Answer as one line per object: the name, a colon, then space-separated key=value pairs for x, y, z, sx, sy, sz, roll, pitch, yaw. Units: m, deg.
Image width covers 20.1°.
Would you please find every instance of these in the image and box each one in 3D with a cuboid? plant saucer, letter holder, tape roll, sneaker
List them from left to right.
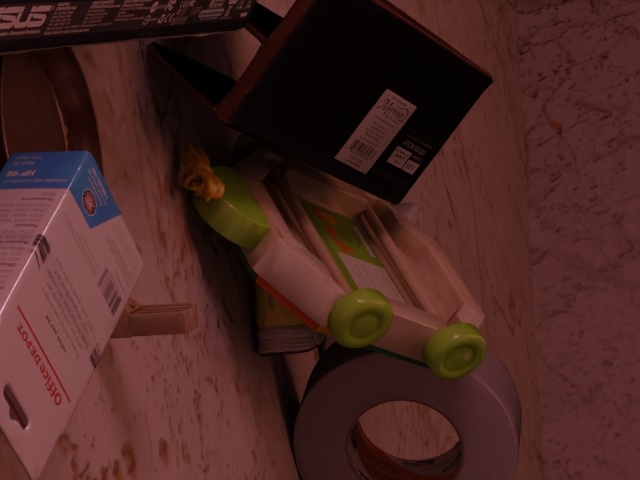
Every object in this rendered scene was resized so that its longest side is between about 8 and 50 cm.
plant saucer: x=-0.188 y=-0.065 z=1.205 sx=0.168 sy=0.029 sz=0.168 roll=-7 pitch=90 yaw=-75
letter holder: x=-0.025 y=-0.181 z=1.600 sx=0.214 sy=0.152 sz=0.302 roll=42 pitch=11 yaw=31
sneaker: x=-0.014 y=0.038 z=1.745 sx=0.208 sy=0.081 sz=0.094 roll=-52 pitch=130 yaw=-71
tape roll: x=0.086 y=0.187 z=1.770 sx=0.072 sy=0.219 sz=0.219 roll=-69 pitch=148 yaw=-62

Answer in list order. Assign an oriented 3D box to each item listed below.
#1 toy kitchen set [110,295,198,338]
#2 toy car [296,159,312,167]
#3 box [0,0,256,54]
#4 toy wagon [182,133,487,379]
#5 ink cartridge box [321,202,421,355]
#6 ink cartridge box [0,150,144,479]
toy kitchen set: x=-0.127 y=0.023 z=1.300 sx=0.068 sy=0.075 sz=0.083 roll=-30 pitch=115 yaw=-76
toy car: x=0.029 y=-0.113 z=1.935 sx=0.136 sy=0.159 sz=0.182 roll=47 pitch=7 yaw=14
box: x=-0.095 y=-0.277 z=1.119 sx=0.318 sy=0.097 sz=0.395 roll=-62 pitch=165 yaw=19
toy wagon: x=0.000 y=0.000 z=1.631 sx=0.344 sy=0.068 sz=0.267 roll=20 pitch=27 yaw=-39
ink cartridge box: x=0.059 y=0.053 z=1.993 sx=0.208 sy=0.087 sz=0.153 roll=-46 pitch=133 yaw=-73
ink cartridge box: x=-0.177 y=0.043 z=1.078 sx=0.180 sy=0.060 sz=0.104 roll=-67 pitch=149 yaw=-41
